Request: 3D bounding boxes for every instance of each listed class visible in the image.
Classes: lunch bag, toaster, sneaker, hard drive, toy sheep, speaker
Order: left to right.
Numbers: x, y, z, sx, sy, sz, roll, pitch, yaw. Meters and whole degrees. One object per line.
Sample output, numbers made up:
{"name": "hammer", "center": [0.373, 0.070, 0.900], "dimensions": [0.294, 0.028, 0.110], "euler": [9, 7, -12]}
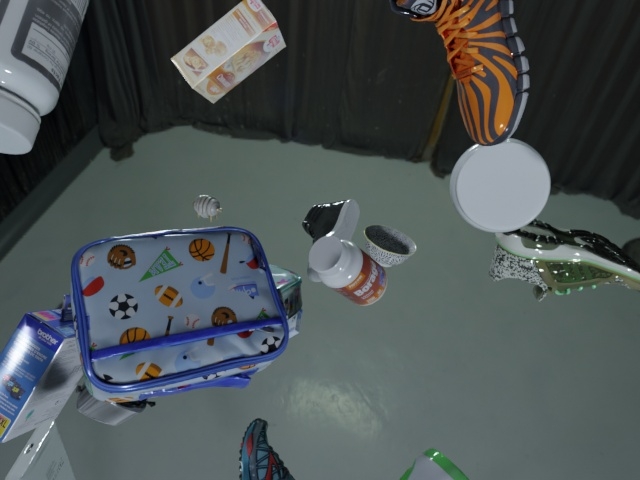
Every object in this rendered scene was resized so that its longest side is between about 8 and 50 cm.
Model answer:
{"name": "hard drive", "center": [-0.594, 0.588, 1.156], "dimensions": [0.040, 0.307, 0.203], "euler": [-10, 16, -6]}
{"name": "toaster", "center": [-0.661, 0.502, 1.670], "dimensions": [0.146, 0.227, 0.129], "euler": [-36, 37, 23]}
{"name": "lunch bag", "center": [-0.196, 0.106, 0.766], "dimensions": [0.303, 0.115, 0.243], "euler": [-6, 63, -27]}
{"name": "toy sheep", "center": [-0.402, -0.118, 1.862], "dimensions": [0.132, 0.091, 0.091], "euler": [14, 45, 22]}
{"name": "lunch bag", "center": [-0.196, 0.148, 1.298], "dimensions": [0.224, 0.108, 0.279], "euler": [18, 28, 29]}
{"name": "sneaker", "center": [-0.108, 0.513, 1.116], "dimensions": [0.125, 0.104, 0.262], "euler": [-3, 50, -1]}
{"name": "sneaker", "center": [0.000, 0.000, 1.549], "dimensions": [0.147, 0.104, 0.296], "euler": [0, 50, 38]}
{"name": "speaker", "center": [0.149, 0.534, 0.961], "dimensions": [0.296, 0.131, 0.131], "euler": [-42, 60, -16]}
{"name": "sneaker", "center": [0.186, -0.292, 0.738], "dimensions": [0.180, 0.321, 0.124], "euler": [-8, 2, -30]}
{"name": "sneaker", "center": [0.595, 0.071, 1.279], "dimensions": [0.410, 0.182, 0.158], "euler": [16, 30, -2]}

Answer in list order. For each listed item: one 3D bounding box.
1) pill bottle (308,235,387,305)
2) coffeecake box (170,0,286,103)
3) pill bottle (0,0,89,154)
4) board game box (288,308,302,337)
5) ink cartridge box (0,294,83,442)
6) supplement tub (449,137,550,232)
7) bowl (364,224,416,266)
{"name": "pill bottle", "center": [0.067, 0.072, 1.265], "dimensions": [0.121, 0.216, 0.121], "euler": [-16, 59, 28]}
{"name": "coffeecake box", "center": [-0.163, -0.347, 0.959], "dimensions": [0.185, 0.142, 0.068], "euler": [-37, 91, 5]}
{"name": "pill bottle", "center": [-0.578, -0.361, 0.970], "dimensions": [0.204, 0.204, 0.361], "euler": [8, 73, 3]}
{"name": "board game box", "center": [-0.094, 0.250, 1.523], "dimensions": [0.020, 0.090, 0.090], "euler": [42, 32, -24]}
{"name": "ink cartridge box", "center": [-0.800, 0.351, 1.532], "dimensions": [0.151, 0.270, 0.395], "euler": [32, 88, 5]}
{"name": "supplement tub", "center": [0.372, -0.117, 1.100], "dimensions": [0.191, 0.191, 0.272], "euler": [18, 10, 12]}
{"name": "bowl", "center": [0.201, 0.029, 1.599], "dimensions": [0.170, 0.080, 0.170], "euler": [15, 27, -8]}
